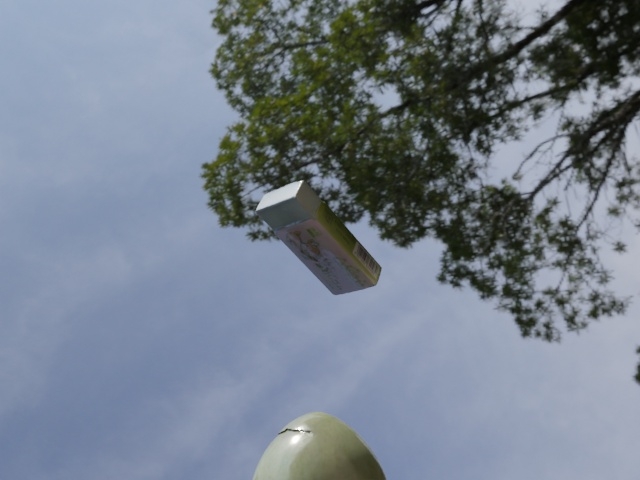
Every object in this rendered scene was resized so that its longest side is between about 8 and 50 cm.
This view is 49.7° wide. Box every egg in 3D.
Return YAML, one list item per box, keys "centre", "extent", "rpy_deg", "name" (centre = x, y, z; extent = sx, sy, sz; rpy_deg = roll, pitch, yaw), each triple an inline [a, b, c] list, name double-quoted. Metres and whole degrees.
- centre: [0.000, 0.348, 0.875]
  extent: [0.186, 0.186, 0.253]
  rpy_deg: [8, -106, -32]
  name: "egg"

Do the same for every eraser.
- centre: [0.000, 0.000, 0.431]
  extent: [0.083, 0.038, 0.019]
  rpy_deg: [46, -132, -28]
  name: "eraser"
